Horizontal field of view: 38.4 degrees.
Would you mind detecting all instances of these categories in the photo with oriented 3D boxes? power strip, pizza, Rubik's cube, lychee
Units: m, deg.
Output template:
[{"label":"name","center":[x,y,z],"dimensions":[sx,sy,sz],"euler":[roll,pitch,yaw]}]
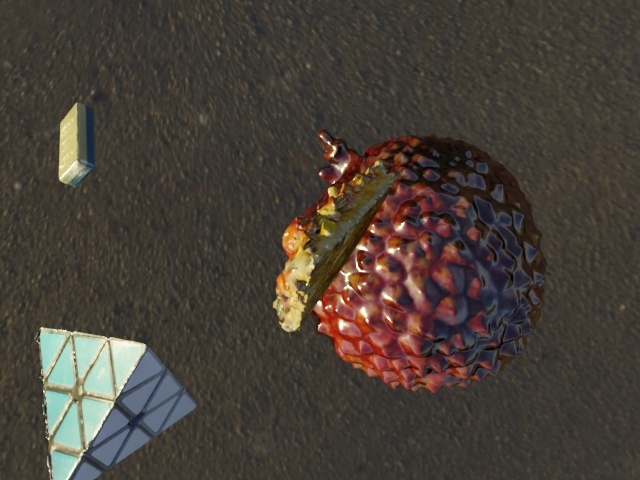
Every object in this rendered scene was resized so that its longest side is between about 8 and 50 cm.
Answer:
[{"label":"power strip","center":[-0.360,-0.144,1.359],"dimensions":[0.032,0.123,0.056],"euler":[22,134,-38]},{"label":"pizza","center":[0.000,0.000,0.891],"dimensions":[0.053,0.193,0.201],"euler":[34,91,8]},{"label":"Rubik's cube","center":[-0.354,0.260,1.540],"dimensions":[0.233,0.228,0.229],"euler":[-16,108,1]},{"label":"lychee","center":[0.154,0.013,1.543],"dimensions":[0.424,0.424,0.500],"euler":[-32,82,3]}]
